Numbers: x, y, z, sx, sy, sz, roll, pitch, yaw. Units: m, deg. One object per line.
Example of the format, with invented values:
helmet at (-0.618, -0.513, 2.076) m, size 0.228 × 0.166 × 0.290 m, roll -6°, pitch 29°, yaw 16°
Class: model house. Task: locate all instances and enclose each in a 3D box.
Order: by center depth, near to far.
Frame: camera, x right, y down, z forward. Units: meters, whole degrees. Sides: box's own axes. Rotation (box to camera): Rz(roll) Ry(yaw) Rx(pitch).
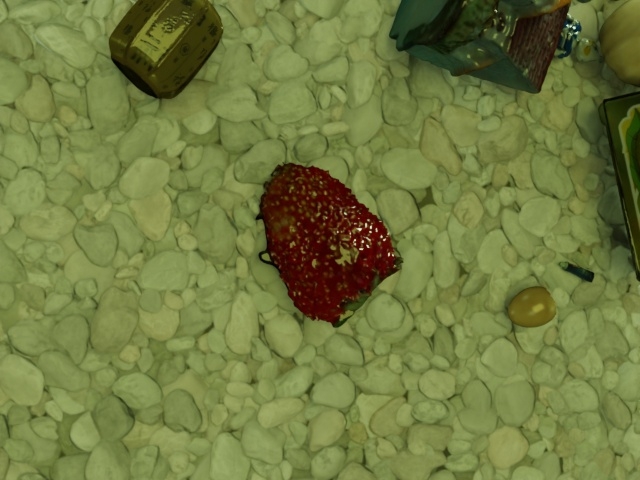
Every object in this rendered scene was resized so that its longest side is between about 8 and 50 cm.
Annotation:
model house at (0.362, -0.452, 1.414) m, size 0.339 × 0.297 × 0.360 m, roll 21°, pitch 84°, yaw -22°

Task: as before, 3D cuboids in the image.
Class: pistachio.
pistachio at (0.710, -0.418, 1.506) m, size 0.318 × 0.214 × 0.193 m, roll -24°, pitch 81°, yaw 2°

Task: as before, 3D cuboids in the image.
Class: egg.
egg at (0.418, 0.134, 1.506) m, size 0.097 × 0.080 × 0.080 m, roll -19°, pitch 92°, yaw 4°

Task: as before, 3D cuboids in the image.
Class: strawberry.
strawberry at (0.000, 0.000, 1.395) m, size 0.233 × 0.138 × 0.306 m, roll -44°, pitch 98°, yaw -8°

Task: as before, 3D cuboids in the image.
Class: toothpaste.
toothpaste at (0.527, 0.062, 1.561) m, size 0.083 × 0.019 × 0.027 m, roll 23°, pitch 60°, yaw -11°

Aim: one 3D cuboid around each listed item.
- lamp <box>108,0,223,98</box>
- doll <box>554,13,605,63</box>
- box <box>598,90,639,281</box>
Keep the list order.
lamp at (-0.271, -0.354, 1.339) m, size 0.161 × 0.161 × 0.185 m, roll 41°, pitch 81°, yaw -8°
doll at (0.486, -0.426, 1.548) m, size 0.227 × 0.057 × 0.114 m, roll 26°, pitch 79°, yaw -7°
box at (0.785, -0.135, 1.452) m, size 0.420 × 0.138 × 0.372 m, roll -11°, pitch 91°, yaw 27°
